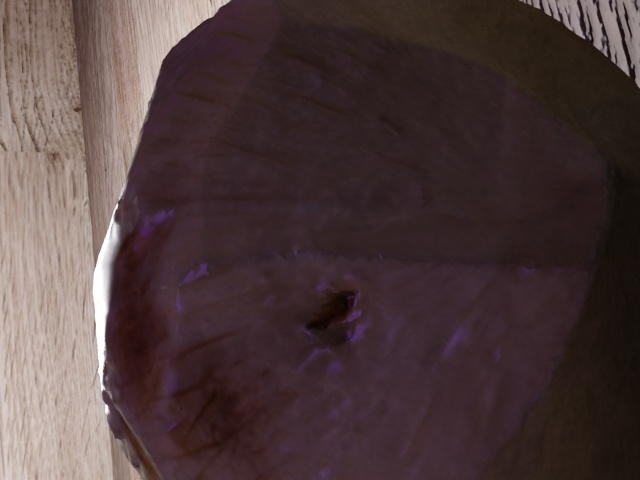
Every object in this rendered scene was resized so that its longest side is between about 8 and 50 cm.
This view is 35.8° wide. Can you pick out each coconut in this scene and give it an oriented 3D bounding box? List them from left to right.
[{"bbox_3d":[0.043,0.039,0.576,0.344,0.415,0.415,-51,9,-23],"label":"coconut"}]
